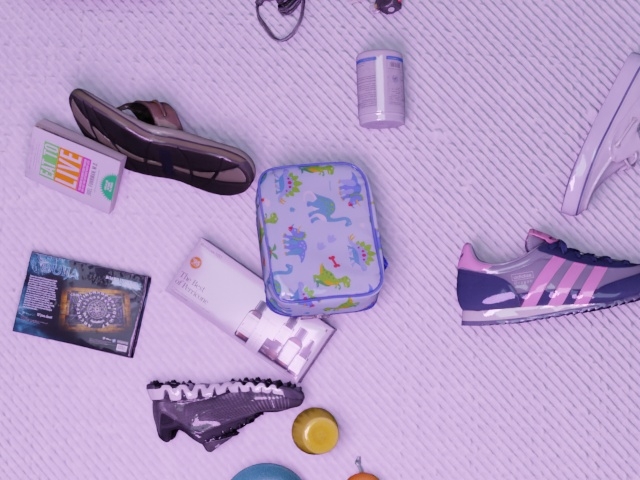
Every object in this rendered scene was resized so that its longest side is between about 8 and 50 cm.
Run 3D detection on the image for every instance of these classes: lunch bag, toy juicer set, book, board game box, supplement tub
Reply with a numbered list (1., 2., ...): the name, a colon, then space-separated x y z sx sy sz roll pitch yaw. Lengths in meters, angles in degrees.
1. lunch bag: 0.000 0.000 1.883 0.176 0.090 0.219 -6 69 -8
2. toy juicer set: -0.054 0.415 1.880 0.329 0.089 0.209 -43 95 -8
3. book: -0.367 -0.110 1.968 0.144 0.035 0.096 23 121 8
4. board game box: -0.356 0.095 1.965 0.186 0.026 0.126 12 85 7
5. supplement tub: 0.088 -0.223 1.933 0.071 0.071 0.107 -2 84 5

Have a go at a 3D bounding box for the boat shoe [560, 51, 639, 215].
1. boat shoe: 0.427 -0.144 1.881 0.084 0.095 0.258 26 88 12

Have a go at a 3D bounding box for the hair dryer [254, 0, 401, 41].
1. hair dryer: -0.007 -0.459 1.962 0.223 0.080 0.294 -10 83 5

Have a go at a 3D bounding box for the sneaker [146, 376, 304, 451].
1. sneaker: -0.137 0.253 1.906 0.234 0.078 0.106 -3 87 9

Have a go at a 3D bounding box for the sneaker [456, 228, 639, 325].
1. sneaker: 0.349 0.041 1.861 0.319 0.112 0.131 -9 86 3

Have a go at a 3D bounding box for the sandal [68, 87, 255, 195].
1. sandal: -0.232 -0.153 1.950 0.302 0.120 0.086 20 59 5

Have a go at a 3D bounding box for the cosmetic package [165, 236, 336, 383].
1. cosmetic package: -0.101 0.102 1.923 0.239 0.060 0.099 34 87 8
